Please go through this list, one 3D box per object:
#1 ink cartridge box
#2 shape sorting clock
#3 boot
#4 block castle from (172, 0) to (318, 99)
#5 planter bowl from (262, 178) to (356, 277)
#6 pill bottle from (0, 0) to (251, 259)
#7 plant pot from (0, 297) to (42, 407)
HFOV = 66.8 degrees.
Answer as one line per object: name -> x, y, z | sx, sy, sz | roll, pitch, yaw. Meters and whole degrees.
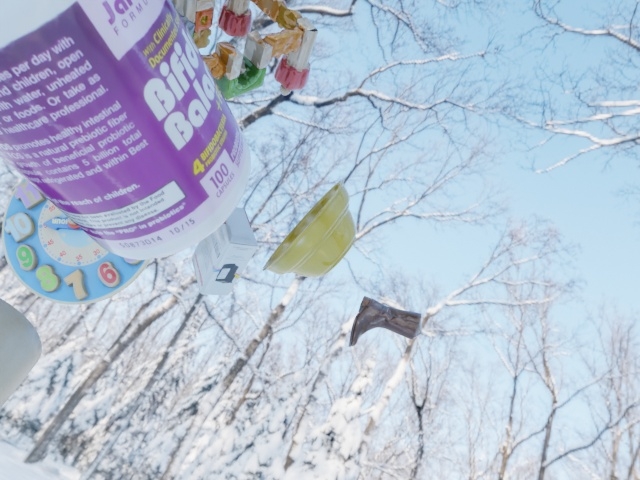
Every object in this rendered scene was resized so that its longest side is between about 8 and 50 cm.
ink cartridge box -> -0.226, 0.025, 1.124 | 0.072, 0.128, 0.175 | 8, -49, -36
shape sorting clock -> -0.308, -0.021, 0.622 | 0.206, 0.206, 0.040 | 23, -10, 9
boot -> 0.112, 0.151, 0.817 | 0.114, 0.107, 0.037 | 20, -35, 10
block castle -> -0.255, -0.405, 1.058 | 0.303, 0.453, 0.213 | 45, -36, 12
planter bowl -> 0.000, 0.000, 0.868 | 0.090, 0.217, 0.217 | 42, -35, -6
pill bottle -> -0.178, -0.131, 0.348 | 0.169, 0.169, 0.302 | 11, -30, 26
plant pot -> -0.612, 0.241, 0.722 | 0.256, 0.274, 0.257 | 0, -51, 1
